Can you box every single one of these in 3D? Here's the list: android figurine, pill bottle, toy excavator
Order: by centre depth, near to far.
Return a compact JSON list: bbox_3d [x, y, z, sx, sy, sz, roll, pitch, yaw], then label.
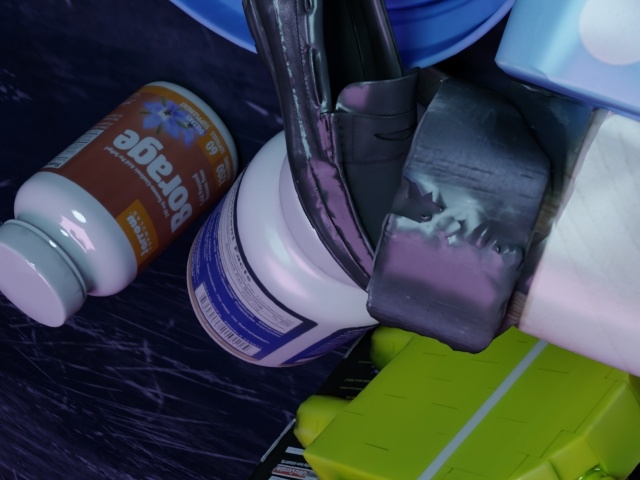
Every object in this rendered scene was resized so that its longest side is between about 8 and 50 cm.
[{"bbox_3d":[0.187,-0.139,0.352,0.222,0.433,0.445,20,99,13],"label":"toy excavator"},{"bbox_3d":[0.100,0.107,0.616,0.273,0.248,0.056,-1,127,55],"label":"android figurine"},{"bbox_3d":[0.000,0.000,0.727,0.153,0.153,0.265,44,155,-3],"label":"pill bottle"},{"bbox_3d":[-0.177,-0.031,0.841,0.121,0.216,0.121,26,144,21],"label":"pill bottle"}]

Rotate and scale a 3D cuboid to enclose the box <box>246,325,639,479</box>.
[{"bbox_3d":[0.122,0.139,0.698,0.322,0.257,0.079,-4,127,46],"label":"box"}]

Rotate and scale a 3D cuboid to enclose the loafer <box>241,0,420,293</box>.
[{"bbox_3d":[0.020,-0.073,0.548,0.078,0.076,0.223,-12,100,50],"label":"loafer"}]

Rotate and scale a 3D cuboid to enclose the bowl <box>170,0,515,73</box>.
[{"bbox_3d":[-0.022,-0.276,0.539,0.391,0.077,0.391,27,144,22],"label":"bowl"}]

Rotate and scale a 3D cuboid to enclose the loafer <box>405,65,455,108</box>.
[{"bbox_3d":[0.105,-0.082,0.672,0.125,0.039,0.045,39,113,-1],"label":"loafer"}]
